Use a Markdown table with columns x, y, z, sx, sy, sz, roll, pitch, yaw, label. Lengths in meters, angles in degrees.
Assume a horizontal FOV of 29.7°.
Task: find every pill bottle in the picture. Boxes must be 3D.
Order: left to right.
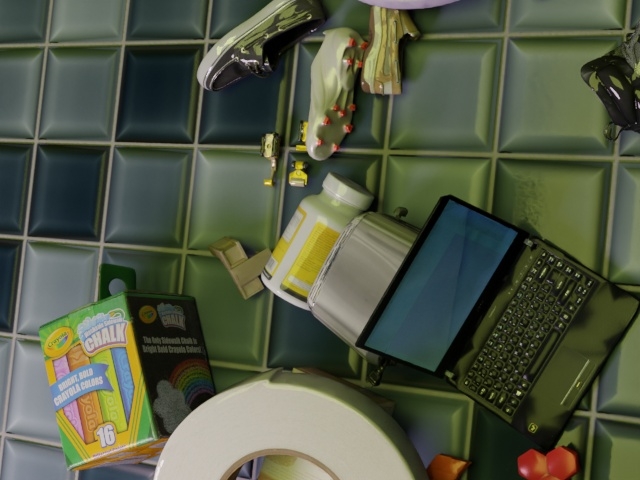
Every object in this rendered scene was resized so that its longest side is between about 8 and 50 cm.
| x | y | z | sx | sy | sz | roll | pitch | yaw | label |
| --- | --- | --- | --- | --- | --- | --- | --- | --- | --- |
| 0.000 | 0.000 | 1.711 | 0.103 | 0.103 | 0.184 | 35 | 102 | 27 | pill bottle |

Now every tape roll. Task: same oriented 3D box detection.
| x | y | z | sx | sy | sz | roll | pitch | yaw | label |
| --- | --- | --- | --- | --- | --- | --- | --- | --- | --- |
| -0.039 | 0.369 | 1.621 | 0.392 | 0.072 | 0.392 | 2 | 98 | 16 | tape roll |

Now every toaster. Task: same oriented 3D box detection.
| x | y | z | sx | sy | sz | roll | pitch | yaw | label |
| --- | --- | --- | --- | --- | --- | --- | --- | --- | --- |
| 0.083 | 0.069 | 1.647 | 0.146 | 0.129 | 0.227 | 36 | 104 | 31 | toaster |

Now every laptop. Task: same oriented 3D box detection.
| x | y | z | sx | sy | sz | roll | pitch | yaw | label |
| --- | --- | --- | --- | --- | --- | --- | --- | --- | --- |
| 0.227 | 0.107 | 1.541 | 0.264 | 0.136 | 0.234 | 34 | 102 | 21 | laptop |

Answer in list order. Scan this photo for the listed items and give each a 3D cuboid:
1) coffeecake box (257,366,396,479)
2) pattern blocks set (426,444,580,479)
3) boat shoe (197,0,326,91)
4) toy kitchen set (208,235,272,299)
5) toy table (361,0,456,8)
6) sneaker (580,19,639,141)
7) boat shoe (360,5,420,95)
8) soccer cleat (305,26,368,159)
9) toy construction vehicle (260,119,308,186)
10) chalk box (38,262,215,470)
| x | y | z | sx | sy | sz | roll | pitch | yaw | label |
| --- | --- | --- | --- | --- | --- | --- | --- | --- | --- |
| 0.006 | 0.289 | 1.697 | 0.142 | 0.068 | 0.185 | 20 | 95 | 27 | coffeecake box |
| 0.212 | 0.419 | 1.590 | 0.325 | 0.026 | 0.285 | -15 | 79 | 28 | pattern blocks set |
| -0.085 | -0.287 | 1.808 | 0.228 | 0.080 | 0.076 | -35 | 68 | 13 | boat shoe |
| -0.113 | 0.032 | 1.817 | 0.068 | 0.075 | 0.083 | -31 | 106 | -15 | toy kitchen set |
| 0.134 | -0.426 | 1.605 | 0.274 | 0.161 | 0.252 | -21 | 71 | 7 | toy table |
| 0.403 | -0.254 | 1.513 | 0.153 | 0.101 | 0.268 | -6 | 85 | 26 | sneaker |
| 0.108 | -0.300 | 1.713 | 0.072 | 0.068 | 0.190 | 9 | 97 | 15 | boat shoe |
| 0.013 | -0.213 | 1.753 | 0.076 | 0.068 | 0.196 | 17 | 92 | 44 | soccer cleat |
| -0.044 | -0.128 | 1.793 | 0.086 | 0.035 | 0.098 | 2 | 88 | 18 | toy construction vehicle |
| -0.291 | 0.180 | 1.813 | 0.179 | 0.180 | 0.289 | -22 | 73 | 25 | chalk box |
